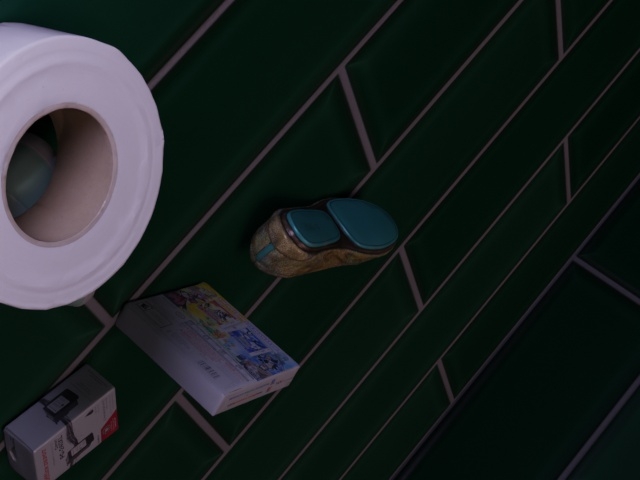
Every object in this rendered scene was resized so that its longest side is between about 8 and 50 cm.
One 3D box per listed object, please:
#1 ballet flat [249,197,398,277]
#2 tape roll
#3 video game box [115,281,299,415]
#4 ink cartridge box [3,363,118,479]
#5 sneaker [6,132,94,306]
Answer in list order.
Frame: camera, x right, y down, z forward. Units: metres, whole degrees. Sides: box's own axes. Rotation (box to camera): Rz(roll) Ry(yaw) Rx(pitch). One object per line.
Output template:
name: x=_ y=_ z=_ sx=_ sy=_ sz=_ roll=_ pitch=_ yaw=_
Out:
ballet flat: x=0.000 y=0.000 z=2.200 sx=0.348 sy=0.123 sz=0.123 roll=-7 pitch=129 yaw=-61
tape roll: x=-0.295 y=-0.075 z=1.411 sx=0.286 sy=0.100 sz=0.286 roll=-24 pitch=122 yaw=-45
video game box: x=-0.159 y=0.149 z=1.966 sx=0.187 sy=0.205 sz=0.048 roll=-16 pitch=141 yaw=-54
ink cartridge box: x=-0.358 y=0.261 z=1.919 sx=0.150 sy=0.063 sz=0.109 roll=-39 pitch=153 yaw=-31
sneaker: x=-0.345 y=0.014 z=1.564 sx=0.151 sy=0.094 sz=0.256 roll=-47 pitch=147 yaw=-30
